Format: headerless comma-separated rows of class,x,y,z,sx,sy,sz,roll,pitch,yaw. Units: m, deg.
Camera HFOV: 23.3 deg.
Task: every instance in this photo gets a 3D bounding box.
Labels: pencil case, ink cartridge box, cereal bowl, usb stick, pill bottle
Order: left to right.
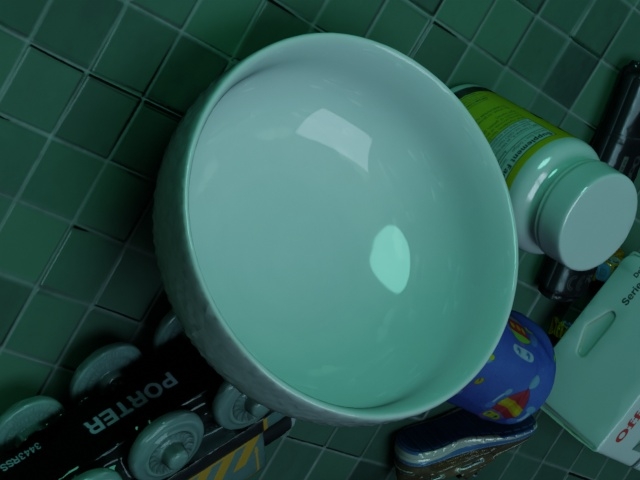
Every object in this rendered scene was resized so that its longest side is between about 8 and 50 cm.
cereal bowl,0.000,0.000,1.337,0.339,0.141,0.339,10,70,-30
pencil case,0.125,0.086,1.573,0.306,0.119,0.133,33,49,-46
pill bottle,0.192,-0.059,1.475,0.119,0.208,0.119,-21,128,-30
usb stick,0.311,-0.063,1.695,0.077,0.045,0.278,0,115,-48
ink cartridge box,0.396,0.159,1.820,0.211,0.121,0.289,-54,144,7

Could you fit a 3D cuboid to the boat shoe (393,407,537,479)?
boat shoe,0.159,0.230,1.739,0.183,0.066,0.066,-8,126,-26

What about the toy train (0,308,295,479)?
toy train,-0.159,0.188,1.394,0.334,0.142,0.190,-32,145,-24

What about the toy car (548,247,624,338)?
toy car,0.315,0.064,1.779,0.060,0.040,0.122,11,108,-44
